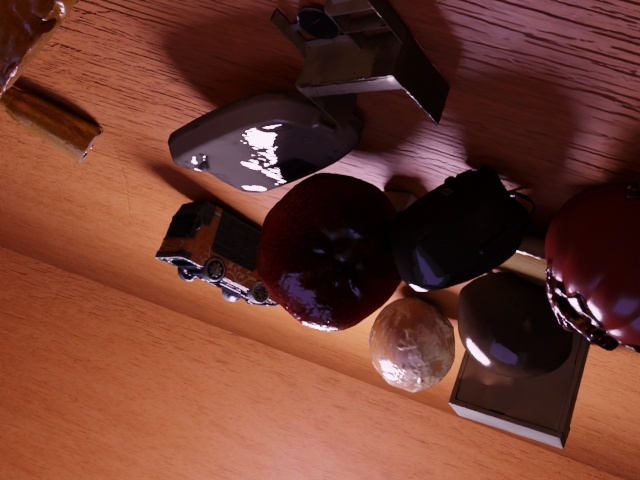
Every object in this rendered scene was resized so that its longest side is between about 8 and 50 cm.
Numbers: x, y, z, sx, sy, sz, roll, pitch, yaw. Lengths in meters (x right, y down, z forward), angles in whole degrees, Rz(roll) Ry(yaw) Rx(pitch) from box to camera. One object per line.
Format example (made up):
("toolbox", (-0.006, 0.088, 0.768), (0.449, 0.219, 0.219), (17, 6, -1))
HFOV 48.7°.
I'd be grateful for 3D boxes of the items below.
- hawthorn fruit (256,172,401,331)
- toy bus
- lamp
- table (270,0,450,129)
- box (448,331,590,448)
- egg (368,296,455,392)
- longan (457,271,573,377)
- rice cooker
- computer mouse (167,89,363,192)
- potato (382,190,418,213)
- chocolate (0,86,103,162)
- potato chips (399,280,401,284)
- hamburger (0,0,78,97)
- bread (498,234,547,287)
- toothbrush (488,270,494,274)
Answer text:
("hawthorn fruit", (0.000, 0.000, 1.086), (0.210, 0.230, 0.266), (20, -169, -30))
("toy bus", (-0.208, 0.032, 1.572), (0.275, 0.167, 0.138), (29, 161, -35))
("lamp", (0.373, 0.038, 0.844), (0.226, 0.227, 0.227), (20, 162, 7))
("table", (0.041, -0.199, 0.807), (0.146, 0.063, 0.175), (4, 158, 43))
("box", (0.413, 0.275, 1.449), (0.224, 0.225, 0.117), (13, 160, 27))
("egg", (0.206, 0.234, 1.611), (0.203, 0.203, 0.245), (12, 138, 27))
("longan", (0.338, 0.151, 1.255), (0.212, 0.198, 0.198), (26, 161, -17))
("rice cooker", (0.189, -0.015, 0.965), (0.118, 0.203, 0.142), (58, 178, -19))
("computer mouse", (-0.087, -0.151, 1.032), (0.197, 0.095, 0.330), (17, 160, -40))
("potato", (0.140, -0.031, 1.165), (0.086, 0.061, 0.122), (7, 155, 38))
("chocolate", (-0.528, -0.235, 1.333), (0.219, 0.086, 0.085), (32, 160, -18))
("potato chips", (0.078, 0.079, 1.545), (0.195, 0.062, 0.208), (18, 159, 5))
("hamburger", (-0.351, -0.257, 0.630), (0.445, 0.287, 0.268), (-25, 128, 38))
("bread", (0.355, 0.041, 1.078), (0.266, 0.041, 0.267), (23, 176, 2))
("toothbrush", (0.230, 0.023, 1.285), (0.193, 0.013, 0.019), (23, 168, -3))
